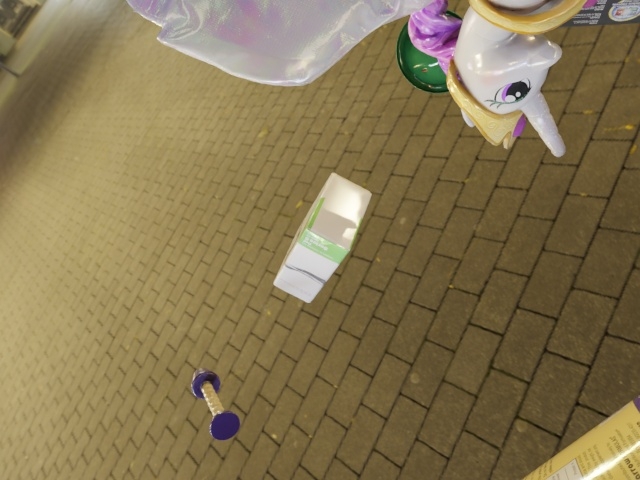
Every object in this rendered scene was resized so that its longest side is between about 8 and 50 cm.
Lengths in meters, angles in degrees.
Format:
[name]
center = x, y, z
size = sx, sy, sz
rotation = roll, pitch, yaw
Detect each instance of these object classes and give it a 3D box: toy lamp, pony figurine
[toy lamp]
center = -0.269, 0.395, 1.323
size = 0.080, 0.080, 0.275
rotation = -58, 28, -4
[pony figurine]
center = 0.065, -0.217, 0.329
size = 0.351, 0.363, 0.302
rotation = 37, 77, 9

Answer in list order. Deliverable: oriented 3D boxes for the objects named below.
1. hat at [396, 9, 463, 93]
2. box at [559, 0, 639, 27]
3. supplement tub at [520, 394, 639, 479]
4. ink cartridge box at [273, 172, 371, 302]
[hat]
center = 0.277, -0.384, 1.037
size = 0.183, 0.209, 0.172
rotation = -144, 53, -74
[box]
center = 0.353, -0.395, 0.710
size = 0.270, 0.060, 0.216
rotation = 1, 74, 12
[supplement tub]
center = 0.199, 0.273, 0.339
size = 0.331, 0.241, 0.241
rotation = -46, 38, 15
[ink cartridge box]
center = 0.000, 0.000, 1.312
size = 0.272, 0.115, 0.198
rotation = -56, 8, 51
